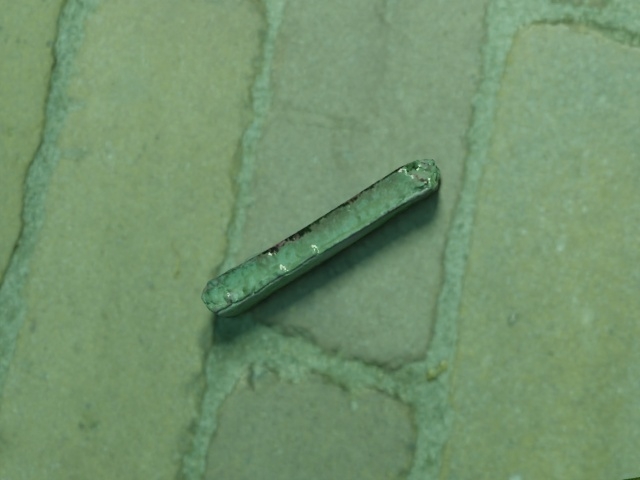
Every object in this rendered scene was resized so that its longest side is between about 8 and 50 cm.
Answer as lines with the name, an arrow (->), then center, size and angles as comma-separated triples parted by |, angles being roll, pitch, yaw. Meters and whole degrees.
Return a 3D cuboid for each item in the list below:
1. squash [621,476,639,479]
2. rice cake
squash -> 0.189, 0.248, 1.204 | 0.085, 0.184, 0.191 | -5, 78, 61
rice cake -> 0.000, 0.000, 1.342 | 0.208, 0.033, 0.033 | -31, 76, 16
